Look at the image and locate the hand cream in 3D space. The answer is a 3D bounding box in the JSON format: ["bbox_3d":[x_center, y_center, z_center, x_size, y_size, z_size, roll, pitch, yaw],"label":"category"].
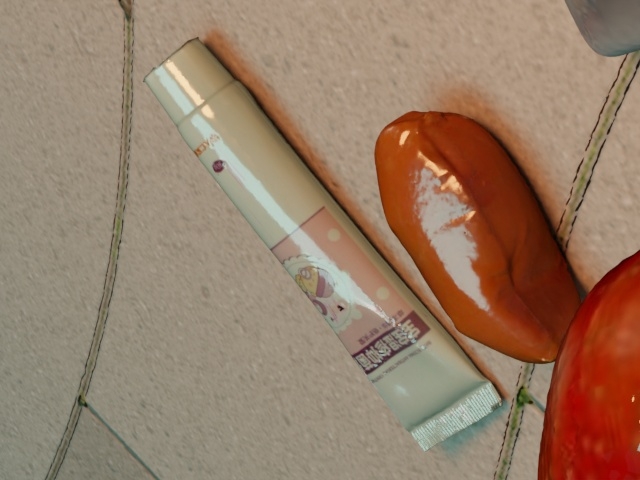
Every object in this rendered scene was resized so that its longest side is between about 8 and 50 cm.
[{"bbox_3d":[0.000,0.000,1.387,0.331,0.058,0.085,50,127,-3],"label":"hand cream"}]

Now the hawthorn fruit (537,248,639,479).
[{"bbox_3d":[0.228,0.098,1.006,0.285,0.285,0.369,-11,102,54],"label":"hawthorn fruit"}]

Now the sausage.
[{"bbox_3d":[0.098,-0.001,1.230,0.179,0.089,0.089,60,147,1],"label":"sausage"}]

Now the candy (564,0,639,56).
[{"bbox_3d":[0.153,-0.183,1.008,0.138,0.071,0.174,-12,109,55],"label":"candy"}]
